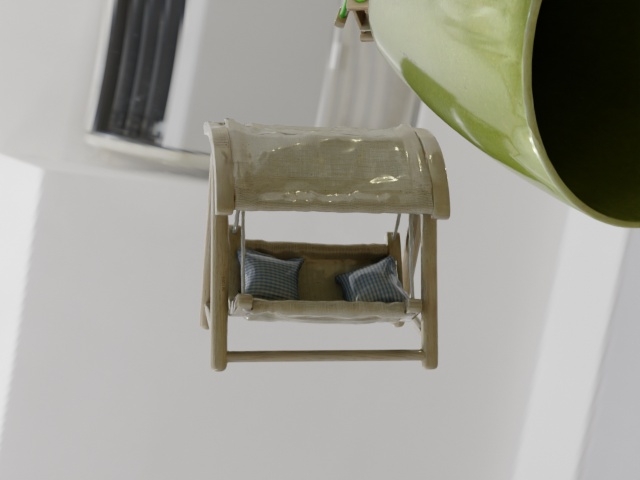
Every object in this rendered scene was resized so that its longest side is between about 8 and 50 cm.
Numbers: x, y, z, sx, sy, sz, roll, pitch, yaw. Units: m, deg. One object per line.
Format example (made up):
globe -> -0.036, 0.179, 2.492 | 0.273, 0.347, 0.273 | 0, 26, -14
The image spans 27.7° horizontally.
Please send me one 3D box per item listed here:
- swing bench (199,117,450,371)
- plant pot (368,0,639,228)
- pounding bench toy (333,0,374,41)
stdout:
swing bench -> 0.000, 0.000, 1.436 | 0.253, 0.165, 0.254 | 0, -75, -11
plant pot -> 0.174, -0.178, 1.052 | 0.275, 0.293, 0.274 | -11, -69, -31
pounding bench toy -> 0.046, -0.244, 1.331 | 0.065, 0.083, 0.052 | 58, -144, -56
